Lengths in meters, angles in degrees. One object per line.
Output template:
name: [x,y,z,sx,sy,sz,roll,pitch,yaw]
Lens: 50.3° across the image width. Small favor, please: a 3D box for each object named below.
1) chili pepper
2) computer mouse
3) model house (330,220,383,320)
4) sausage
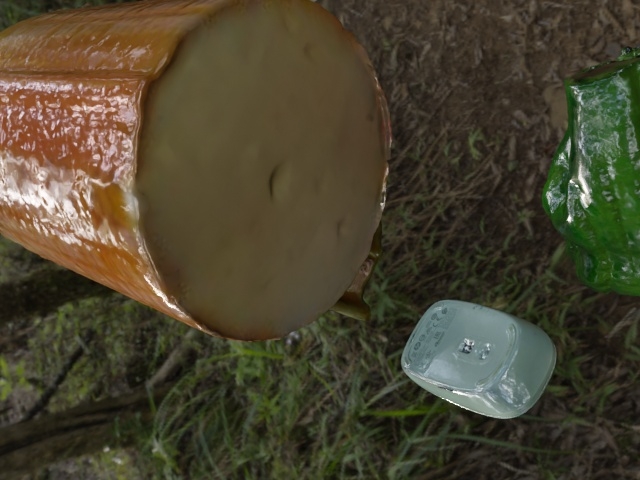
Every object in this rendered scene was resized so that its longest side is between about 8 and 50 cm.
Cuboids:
chili pepper: [0.370,-0.075,0.870,0.385,0.167,0.213,62,179,-37]
computer mouse: [0.243,0.182,1.051,0.097,0.159,0.288,34,168,-21]
model house: [-0.009,-0.002,1.306,0.173,0.268,0.239,-125,54,-79]
sausage: [-0.118,-0.068,0.528,0.287,0.233,0.233,15,119,44]
